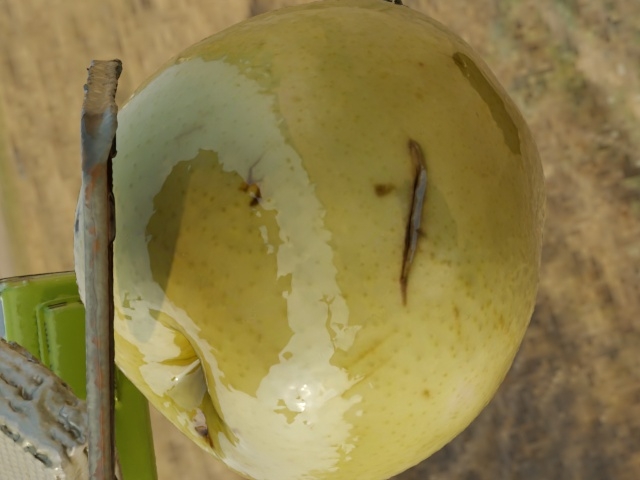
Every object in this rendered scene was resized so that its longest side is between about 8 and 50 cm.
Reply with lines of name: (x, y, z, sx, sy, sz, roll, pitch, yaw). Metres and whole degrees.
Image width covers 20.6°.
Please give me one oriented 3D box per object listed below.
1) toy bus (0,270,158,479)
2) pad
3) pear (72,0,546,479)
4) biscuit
toy bus: (-0.214, 0.151, 1.520, 0.150, 0.128, 0.262, 155, 108, -70)
pad: (-0.107, 0.062, 0.861, 0.284, 0.018, 0.286, -121, 32, -77)
pear: (0.000, 0.000, 1.112, 0.309, 0.309, 0.309, 165, 90, -74)
biscuit: (-0.187, 0.161, 1.215, 0.108, 0.062, 0.239, 36, 155, 19)
